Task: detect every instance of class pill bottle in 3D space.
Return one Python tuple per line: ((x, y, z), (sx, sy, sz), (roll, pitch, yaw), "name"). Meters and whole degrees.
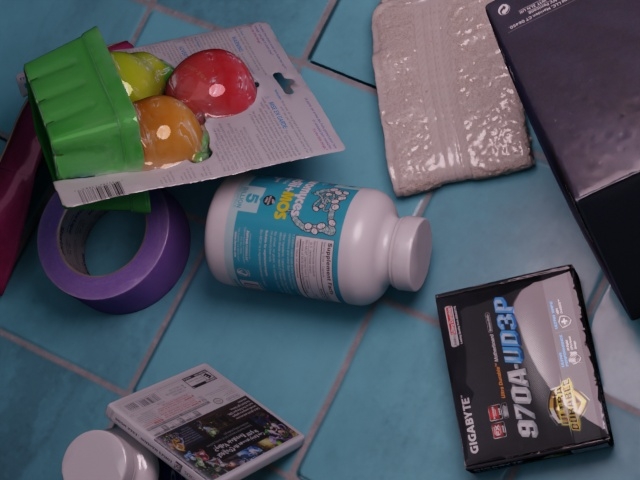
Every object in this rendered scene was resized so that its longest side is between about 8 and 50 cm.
((-0.237, 0.288, 1.860), (0.112, 0.186, 0.112), (-5, 72, 16), "pill bottle")
((0.000, 0.000, 1.898), (0.264, 0.146, 0.146), (8, 76, 19), "pill bottle")

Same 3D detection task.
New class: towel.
((0.166, -0.205, 1.963), (0.187, 0.049, 0.282), (-12, 70, 14), "towel")

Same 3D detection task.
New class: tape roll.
((-0.273, -0.002, 2.021), (0.189, 0.080, 0.189), (-5, 71, 15), "tape roll")

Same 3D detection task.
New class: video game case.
((-0.138, 0.226, 1.859), (0.173, 0.190, 0.022), (33, 118, 24), "video game case")

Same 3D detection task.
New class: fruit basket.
((-0.186, -0.158, 1.941), (0.353, 0.165, 0.327), (-9, 40, -18), "fruit basket")

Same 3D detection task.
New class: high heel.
((-0.364, -0.103, 2.089), (0.377, 0.127, 0.181), (-41, 91, -1), "high heel")

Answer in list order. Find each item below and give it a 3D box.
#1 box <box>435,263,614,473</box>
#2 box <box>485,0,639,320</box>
((0.242, 0.154, 1.824), (0.175, 0.051, 0.220), (-13, 70, 13), "box")
((0.343, -0.117, 1.713), (0.182, 0.296, 0.294), (-26, 54, 9), "box")
